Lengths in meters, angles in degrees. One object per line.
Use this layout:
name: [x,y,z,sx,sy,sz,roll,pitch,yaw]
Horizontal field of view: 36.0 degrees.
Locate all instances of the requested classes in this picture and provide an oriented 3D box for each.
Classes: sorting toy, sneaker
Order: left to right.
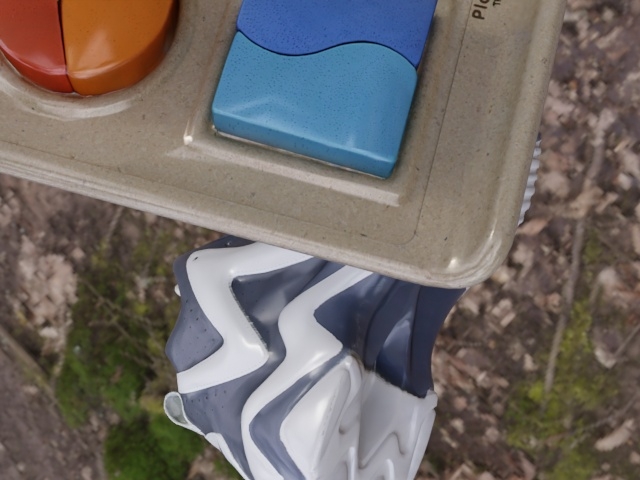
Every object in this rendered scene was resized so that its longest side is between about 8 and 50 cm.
sorting toy: [-0.016,-0.154,0.349,0.229,0.307,0.041,14,166,5]
sneaker: [0.000,0.000,0.462,0.153,0.235,0.094,9,165,42]
